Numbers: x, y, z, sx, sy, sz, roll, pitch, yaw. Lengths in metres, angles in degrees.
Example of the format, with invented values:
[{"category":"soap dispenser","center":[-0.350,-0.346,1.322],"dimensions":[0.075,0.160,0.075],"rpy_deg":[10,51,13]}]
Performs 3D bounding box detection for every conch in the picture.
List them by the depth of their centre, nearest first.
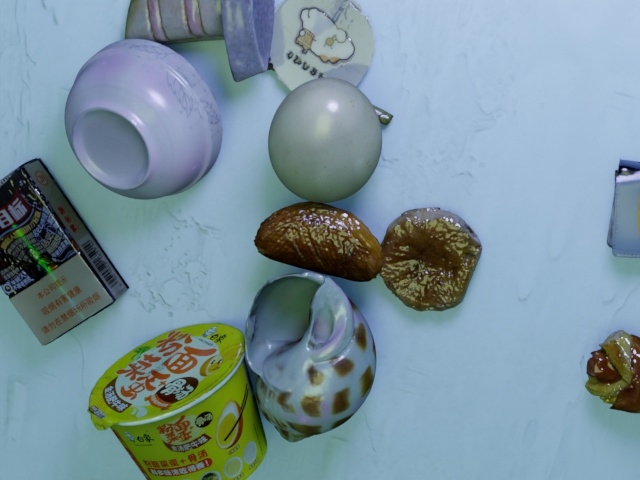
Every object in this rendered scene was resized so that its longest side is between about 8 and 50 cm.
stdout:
[{"category":"conch","center":[-0.026,0.221,1.900],"dimensions":[0.249,0.197,0.368],"rpy_deg":[30,106,13]}]

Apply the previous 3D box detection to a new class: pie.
[{"category":"pie","center":[0.184,0.034,1.862],"dimensions":[0.195,0.046,0.195],"rpy_deg":[5,109,15]}]

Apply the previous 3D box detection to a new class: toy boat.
[{"category":"toy boat","center":[-0.198,-0.424,1.779],"dimensions":[0.293,0.111,0.276],"rpy_deg":[19,106,18]}]

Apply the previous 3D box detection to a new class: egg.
[{"category":"egg","center":[0.008,-0.166,1.741],"dimensions":[0.188,0.254,0.189],"rpy_deg":[1,66,-2]}]

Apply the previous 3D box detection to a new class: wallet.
[{"category":"wallet","center":[0.587,-0.041,1.717],"dimensions":[0.231,0.069,0.170],"rpy_deg":[6,105,12]}]

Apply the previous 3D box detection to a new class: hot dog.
[{"category":"hot dog","center":[0.557,0.236,1.800],"dimensions":[0.213,0.103,0.146],"rpy_deg":[13,111,9]},{"category":"hot dog","center":[-0.001,0.003,1.838],"dimensions":[0.227,0.160,0.099],"rpy_deg":[12,67,-2]}]

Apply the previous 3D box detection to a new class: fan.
[{"category":"fan","center":[0.033,-0.385,1.764],"dimensions":[0.190,0.009,0.329],"rpy_deg":[36,109,3]}]

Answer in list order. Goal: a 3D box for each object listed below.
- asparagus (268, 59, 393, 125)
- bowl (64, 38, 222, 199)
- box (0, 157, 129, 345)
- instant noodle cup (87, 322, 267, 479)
[{"category":"asparagus","center":[0.011,-0.259,1.819],"dimensions":[0.248,0.025,0.024],"rpy_deg":[26,142,6]},{"category":"bowl","center":[-0.325,-0.188,1.834],"dimensions":[0.287,0.144,0.287],"rpy_deg":[12,126,18]},{"category":"box","center":[-0.534,0.023,2.031],"dimensions":[0.198,0.084,0.310],"rpy_deg":[-30,99,22]},{"category":"instant noodle cup","center":[-0.245,0.327,1.957],"dimensions":[0.311,0.311,0.221],"rpy_deg":[-12,114,19]}]
